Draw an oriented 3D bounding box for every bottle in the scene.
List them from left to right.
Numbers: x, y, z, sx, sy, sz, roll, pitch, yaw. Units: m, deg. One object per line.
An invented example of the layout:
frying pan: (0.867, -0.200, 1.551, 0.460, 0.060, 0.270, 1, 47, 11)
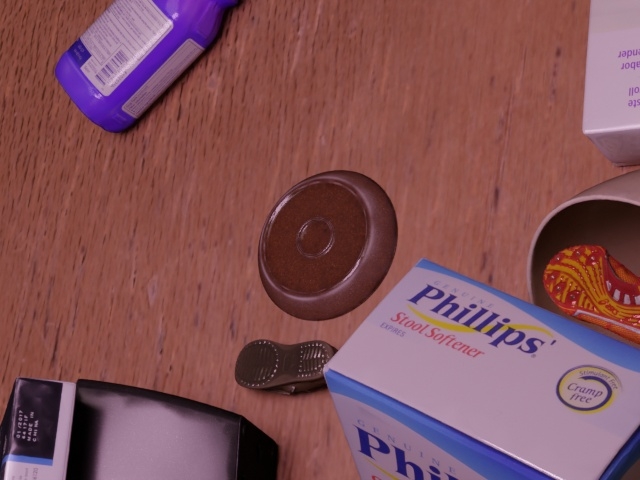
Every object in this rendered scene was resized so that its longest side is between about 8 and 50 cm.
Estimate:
bottle: (-0.178, -0.256, 1.877, 0.283, 0.092, 0.118, -45, 56, 8)

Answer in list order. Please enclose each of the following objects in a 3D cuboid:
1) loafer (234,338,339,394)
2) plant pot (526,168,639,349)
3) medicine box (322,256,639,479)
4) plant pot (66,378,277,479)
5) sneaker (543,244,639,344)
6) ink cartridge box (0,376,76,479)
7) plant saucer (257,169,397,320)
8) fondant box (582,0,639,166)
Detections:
loafer: (-0.030, 0.133, 1.664, 0.148, 0.050, 0.056, -3, 66, 47)
plant pot: (0.342, 0.043, 1.367, 0.191, 0.284, 0.284, -34, 48, -29)
medicine box: (0.171, 0.195, 1.355, 0.263, 0.289, 0.149, 23, 58, 36)
plant pot: (-0.141, 0.247, 1.612, 0.166, 0.187, 0.188, -3, 69, 15)
sneaker: (0.240, 0.055, 1.277, 0.064, 0.067, 0.175, -49, 39, -5)
ink cartridge box: (-0.299, 0.254, 1.632, 0.065, 0.333, 0.165, 7, 69, -11)
plant saucer: (0.000, 0.000, 1.709, 0.168, 0.029, 0.169, -12, 64, 27)
fondant box: (0.384, -0.245, 1.535, 0.238, 0.096, 0.330, -4, 71, 30)
